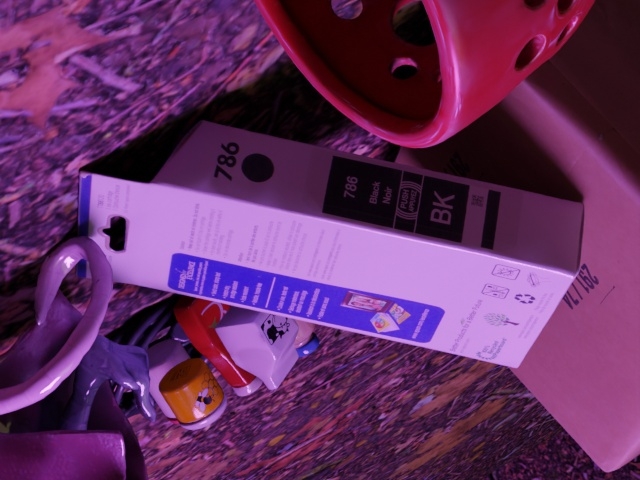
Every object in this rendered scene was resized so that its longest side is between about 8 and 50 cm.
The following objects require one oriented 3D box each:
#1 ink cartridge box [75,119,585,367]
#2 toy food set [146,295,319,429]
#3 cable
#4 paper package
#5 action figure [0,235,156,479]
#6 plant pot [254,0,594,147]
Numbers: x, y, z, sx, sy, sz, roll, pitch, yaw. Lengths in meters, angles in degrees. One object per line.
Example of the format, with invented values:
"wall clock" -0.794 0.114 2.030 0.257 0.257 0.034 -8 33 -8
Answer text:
"ink cartridge box" 0.000 0.000 1.201 0.333 0.065 0.165 12 153 -4
"toy food set" -0.049 0.084 1.337 0.111 0.104 0.232 -12 -151 37
"cable" -0.122 0.091 1.452 0.184 0.047 0.150 -34 167 -14
"paper package" 0.214 -0.032 1.281 0.168 0.309 0.325 -35 163 -22
"action figure" -0.289 0.191 1.172 0.370 0.248 0.275 -10 125 0
"plant pot" 0.067 -0.171 0.893 0.174 0.191 0.191 -37 163 -18
